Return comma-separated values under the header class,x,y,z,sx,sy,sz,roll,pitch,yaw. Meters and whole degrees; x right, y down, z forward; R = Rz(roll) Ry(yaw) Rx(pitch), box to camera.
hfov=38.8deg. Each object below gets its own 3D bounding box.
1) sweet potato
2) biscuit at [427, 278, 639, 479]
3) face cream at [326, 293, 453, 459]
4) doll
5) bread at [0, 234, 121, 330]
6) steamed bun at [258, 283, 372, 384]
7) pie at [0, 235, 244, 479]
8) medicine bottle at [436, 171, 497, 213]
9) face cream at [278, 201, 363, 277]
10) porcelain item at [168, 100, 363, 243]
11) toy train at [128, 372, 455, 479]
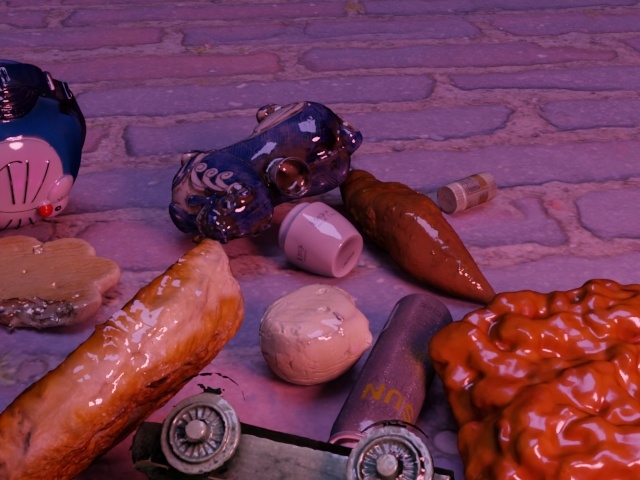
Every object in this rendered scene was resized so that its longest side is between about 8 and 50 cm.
class,x,y,z,sx,sy,sz,roll,pitch,yaw
sweet potato,0.108,-0.026,1.227,0.095,0.106,0.354,-48,42,2
biscuit,0.276,0.162,0.860,0.318,0.110,0.312,-4,39,-4
face cream,0.071,0.155,0.934,0.073,0.073,0.283,10,31,17
doll,-0.471,-0.118,1.237,0.310,0.284,0.240,-17,64,-27
bread,-0.378,0.050,1.159,0.251,0.039,0.181,2,28,6
steamed bun,-0.009,0.110,0.996,0.112,0.090,0.130,-28,25,-26
pie,-0.184,0.127,0.792,0.092,0.315,0.315,46,41,2
medicine bottle,0.220,-0.071,1.360,0.083,0.047,0.047,-20,35,-31
face cream,0.000,0.000,1.193,0.095,0.091,0.091,29,40,30
porcelain item,-0.071,-0.094,1.257,0.288,0.138,0.186,-29,23,-21
toy train,-0.029,0.226,0.727,0.308,0.126,0.189,9,55,16
